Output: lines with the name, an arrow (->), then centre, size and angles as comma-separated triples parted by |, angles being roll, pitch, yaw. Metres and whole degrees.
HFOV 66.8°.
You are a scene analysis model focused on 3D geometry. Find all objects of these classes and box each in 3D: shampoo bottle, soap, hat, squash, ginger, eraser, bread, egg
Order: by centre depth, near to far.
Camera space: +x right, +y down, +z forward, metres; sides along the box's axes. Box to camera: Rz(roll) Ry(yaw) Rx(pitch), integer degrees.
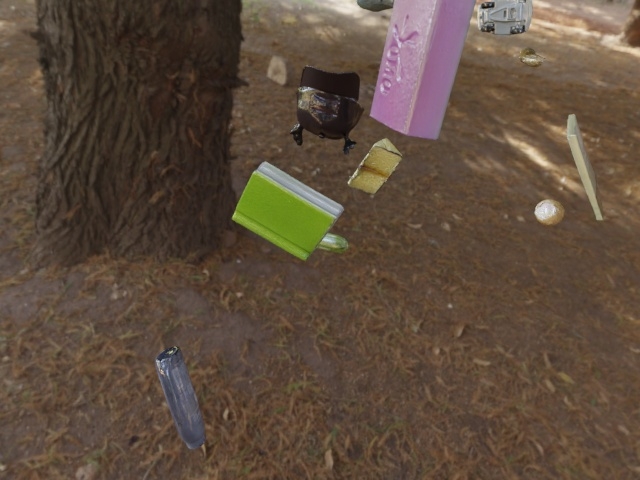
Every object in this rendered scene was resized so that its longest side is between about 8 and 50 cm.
soap -> 0.179, -0.332, 0.901 | 0.081, 0.259, 0.181 | 3, 25, -19
shampoo bottle -> -0.312, 0.359, 1.099 | 0.049, 0.233, 0.087 | -11, 14, 10
ginger -> 0.585, -0.511, 1.355 | 0.057, 0.044, 0.137 | 40, 27, -12
eraser -> -0.100, -0.079, 1.434 | 0.274, 0.210, 0.092 | 31, 37, -4
egg -> 0.702, -0.084, 1.483 | 0.097, 0.080, 0.080 | 17, 19, -43
hat -> 0.016, -0.408, 1.589 | 0.238, 0.208, 0.336 | 12, -10, 4
squash -> 0.000, 0.000, 1.761 | 0.239, 0.069, 0.069 | 13, 28, 38
bread -> 0.263, -0.355, 2.329 | 0.178, 0.266, 0.141 | 26, 42, -13

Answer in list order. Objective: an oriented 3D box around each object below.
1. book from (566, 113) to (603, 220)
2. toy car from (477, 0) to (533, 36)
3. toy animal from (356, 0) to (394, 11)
book -> 0.799, -0.222, 1.462 | 0.026, 0.289, 0.201 | -16, 21, 35
toy car -> 0.502, -0.613, 1.313 | 0.139, 0.112, 0.112 | 5, 25, 28
toy animal -> 0.109, -0.668, 1.305 | 0.253, 0.079, 0.070 | 31, 59, 31
